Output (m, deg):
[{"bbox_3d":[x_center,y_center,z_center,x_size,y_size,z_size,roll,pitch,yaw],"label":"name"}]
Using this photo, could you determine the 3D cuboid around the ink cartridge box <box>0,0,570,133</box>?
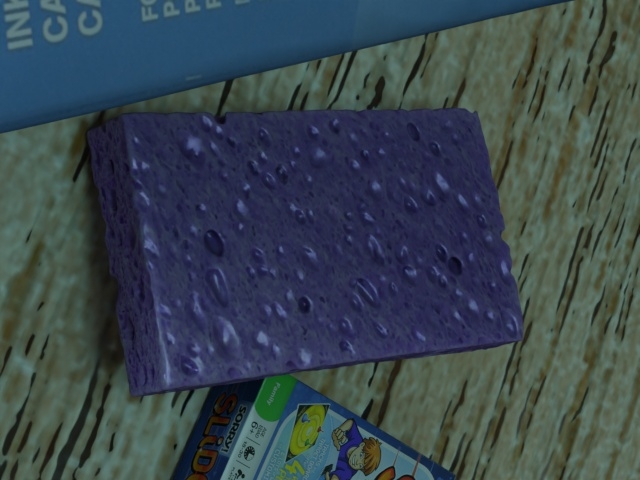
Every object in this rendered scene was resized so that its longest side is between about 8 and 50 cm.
[{"bbox_3d":[-0.082,-0.176,0.484,0.396,0.151,0.270,-18,108,-38],"label":"ink cartridge box"}]

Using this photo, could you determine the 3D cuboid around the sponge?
[{"bbox_3d":[0.000,0.000,0.769,0.210,0.031,0.117,-4,78,-40],"label":"sponge"}]

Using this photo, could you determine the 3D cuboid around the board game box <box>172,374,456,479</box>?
[{"bbox_3d":[-0.027,0.171,0.784,0.136,0.035,0.201,34,73,-37],"label":"board game box"}]
